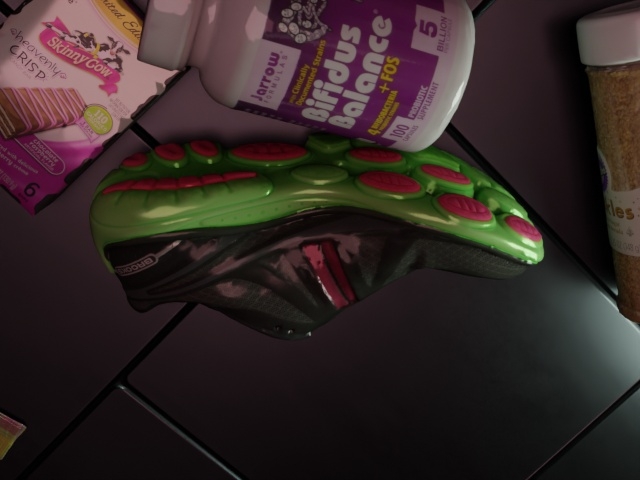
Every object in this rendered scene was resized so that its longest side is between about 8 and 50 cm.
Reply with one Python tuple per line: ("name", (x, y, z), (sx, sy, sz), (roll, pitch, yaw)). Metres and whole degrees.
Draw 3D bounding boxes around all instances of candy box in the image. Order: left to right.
("candy box", (-0.275, -0.163, 0.814), (0.233, 0.071, 0.159), (-43, 104, 7))

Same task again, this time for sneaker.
("sneaker", (0.000, 0.000, 0.853), (0.482, 0.185, 0.202), (1, 124, -2))

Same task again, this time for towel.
("towel", (-0.413, 0.230, 0.948), (0.083, 0.009, 0.060), (35, 101, -12))

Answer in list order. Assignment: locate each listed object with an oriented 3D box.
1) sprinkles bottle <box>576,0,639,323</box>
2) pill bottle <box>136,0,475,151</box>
("sprinkles bottle", (0.373, -0.084, 0.862), (0.121, 0.121, 0.356), (-15, 107, 0))
("pill bottle", (-0.018, -0.198, 0.755), (0.301, 0.169, 0.169), (11, 105, -16))
